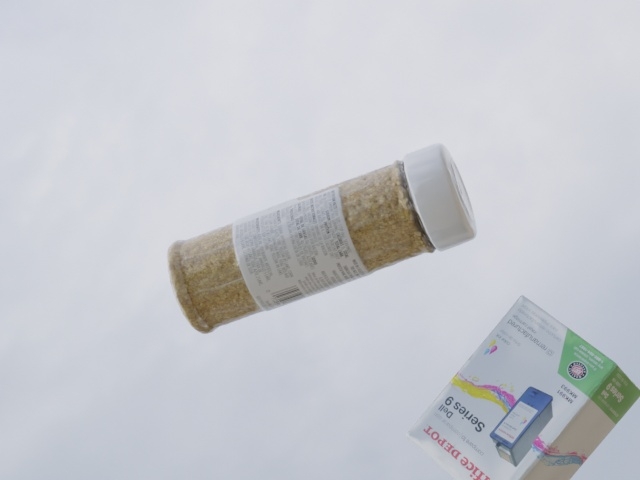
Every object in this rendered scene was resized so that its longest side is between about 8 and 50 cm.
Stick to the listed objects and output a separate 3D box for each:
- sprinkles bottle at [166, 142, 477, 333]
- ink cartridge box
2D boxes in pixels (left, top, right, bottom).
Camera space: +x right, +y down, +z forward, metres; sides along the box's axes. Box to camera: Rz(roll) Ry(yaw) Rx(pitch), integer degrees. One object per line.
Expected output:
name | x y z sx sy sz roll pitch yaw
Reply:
sprinkles bottle | 0.000 0.000 1.744 0.355 0.121 0.121 -20 -39 12
ink cartridge box | 0.224 0.193 1.649 0.212 0.154 0.093 -50 -40 0
